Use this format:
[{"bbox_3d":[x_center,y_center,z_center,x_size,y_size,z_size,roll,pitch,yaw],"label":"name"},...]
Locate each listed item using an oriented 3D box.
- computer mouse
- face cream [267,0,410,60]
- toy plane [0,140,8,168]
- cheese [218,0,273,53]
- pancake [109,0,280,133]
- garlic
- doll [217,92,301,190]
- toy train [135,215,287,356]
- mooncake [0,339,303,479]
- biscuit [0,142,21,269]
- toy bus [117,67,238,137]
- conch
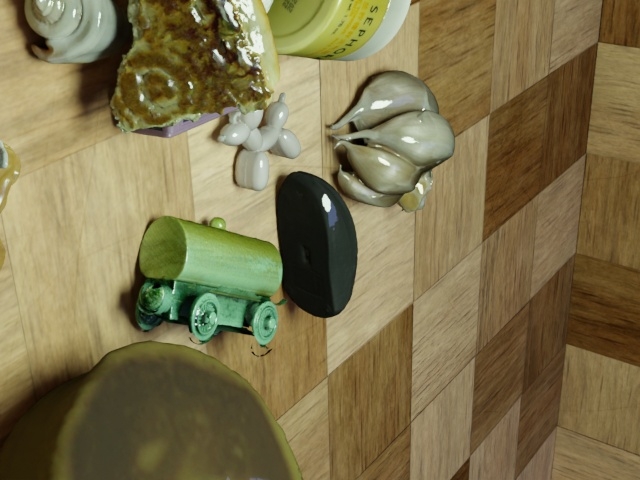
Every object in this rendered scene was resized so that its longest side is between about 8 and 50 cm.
[{"bbox_3d":[0.000,0.000,1.684,0.086,0.138,0.269,-28,126,-38],"label":"computer mouse"},{"bbox_3d":[-0.006,-0.367,1.419,0.179,0.218,0.218,-10,112,-55],"label":"face cream"},{"bbox_3d":[-0.422,-0.088,0.934,0.252,0.118,0.252,14,64,-30],"label":"toy plane"},{"bbox_3d":[-0.141,-0.341,1.280,0.189,0.154,0.198,-36,127,-42],"label":"cheese"},{"bbox_3d":[-0.176,-0.235,1.194,0.266,0.244,0.057,43,20,-23],"label":"pancake"},{"bbox_3d":[0.125,-0.179,1.830,0.237,0.210,0.292,-36,150,5],"label":"garlic"},{"bbox_3d":[-0.097,-0.162,1.528,0.161,0.059,0.160,-45,139,-37],"label":"doll"},{"bbox_3d":[-0.149,0.065,1.490,0.307,0.126,0.189,16,90,-58],"label":"toy train"},{"bbox_3d":[-0.217,0.341,1.297,0.394,0.246,0.393,43,42,-21],"label":"mooncake"},{"bbox_3d":[-0.454,0.018,1.061,0.376,0.051,0.269,-51,144,-33],"label":"biscuit"},{"bbox_3d":[-0.173,-0.207,1.337,0.199,0.108,0.096,-32,131,-47],"label":"toy bus"},{"bbox_3d":[-0.287,-0.260,1.185,0.176,0.094,0.104,-20,111,-84],"label":"conch"}]
